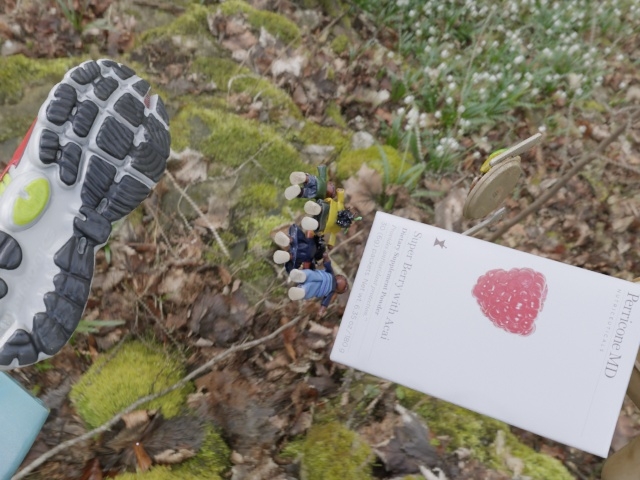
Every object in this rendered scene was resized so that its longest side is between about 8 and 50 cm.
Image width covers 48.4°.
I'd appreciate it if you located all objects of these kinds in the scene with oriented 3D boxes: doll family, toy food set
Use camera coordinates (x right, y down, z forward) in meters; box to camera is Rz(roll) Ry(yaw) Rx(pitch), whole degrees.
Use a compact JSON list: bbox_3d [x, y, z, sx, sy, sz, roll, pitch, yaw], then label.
[{"bbox_3d":[0.000,0.000,0.923,0.076,0.111,0.193,18,96,27],"label":"doll family"},{"bbox_3d":[0.267,-0.088,1.123,0.132,0.192,0.038,-27,59,-30],"label":"toy food set"}]

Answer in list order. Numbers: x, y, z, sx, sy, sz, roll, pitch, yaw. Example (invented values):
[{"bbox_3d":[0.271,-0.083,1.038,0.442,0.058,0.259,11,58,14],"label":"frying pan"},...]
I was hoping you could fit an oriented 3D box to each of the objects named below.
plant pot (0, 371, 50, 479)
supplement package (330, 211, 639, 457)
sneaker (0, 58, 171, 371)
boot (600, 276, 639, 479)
[{"bbox_3d":[-0.417,0.244,0.772,0.165,0.166,0.234,43,68,-7],"label":"plant pot"},{"bbox_3d":[0.191,0.099,0.802,0.293,0.175,0.177,16,86,19],"label":"supplement package"},{"bbox_3d":[-0.213,-0.030,0.541,0.107,0.118,0.279,47,48,-33],"label":"sneaker"},{"bbox_3d":[0.426,0.205,0.970,0.269,0.236,0.089,52,25,-7],"label":"boot"}]
